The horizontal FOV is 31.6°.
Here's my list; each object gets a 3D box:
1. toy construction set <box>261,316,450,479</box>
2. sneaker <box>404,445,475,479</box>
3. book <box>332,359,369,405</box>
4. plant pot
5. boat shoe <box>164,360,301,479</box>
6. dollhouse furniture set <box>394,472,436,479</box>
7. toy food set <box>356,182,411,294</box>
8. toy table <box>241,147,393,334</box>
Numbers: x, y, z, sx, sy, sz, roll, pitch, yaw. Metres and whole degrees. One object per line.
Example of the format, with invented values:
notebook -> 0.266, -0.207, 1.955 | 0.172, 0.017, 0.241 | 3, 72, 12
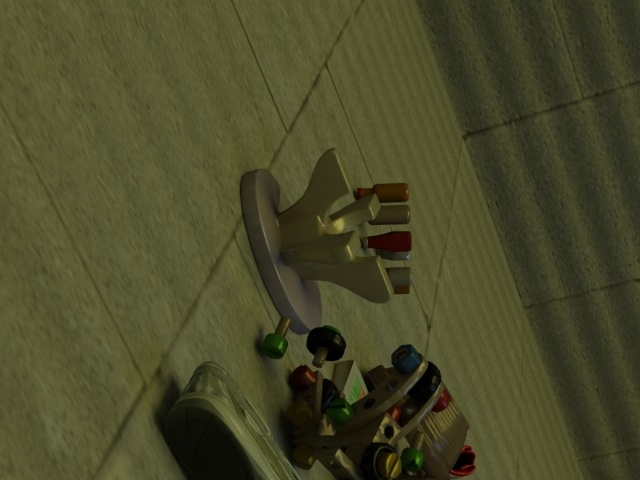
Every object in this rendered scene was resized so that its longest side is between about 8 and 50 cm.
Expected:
toy construction set -> 0.046, 0.305, 1.635 | 0.309, 0.257, 0.237 | 71, 32, -45
sneaker -> 0.251, 0.442, 2.192 | 0.221, 0.128, 0.087 | 2, 73, -71
book -> 0.058, 0.288, 1.914 | 0.096, 0.035, 0.144 | -70, 142, -54
plant pot -> 0.189, 0.309, 2.020 | 0.237, 0.110, 0.237 | 58, 0, 0
boat shoe -> -0.077, 0.293, 1.375 | 0.320, 0.118, 0.103 | 59, 27, -23
dollhouse furniture set -> 0.153, 0.524, 1.957 | 0.161, 0.101, 0.182 | -54, 131, -36
toy food set -> 0.129, 0.005, 2.299 | 0.111, 0.105, 0.232 | -90, 178, -74
toy table -> 0.000, 0.000, 1.767 | 0.252, 0.161, 0.274 | -74, 144, -58
